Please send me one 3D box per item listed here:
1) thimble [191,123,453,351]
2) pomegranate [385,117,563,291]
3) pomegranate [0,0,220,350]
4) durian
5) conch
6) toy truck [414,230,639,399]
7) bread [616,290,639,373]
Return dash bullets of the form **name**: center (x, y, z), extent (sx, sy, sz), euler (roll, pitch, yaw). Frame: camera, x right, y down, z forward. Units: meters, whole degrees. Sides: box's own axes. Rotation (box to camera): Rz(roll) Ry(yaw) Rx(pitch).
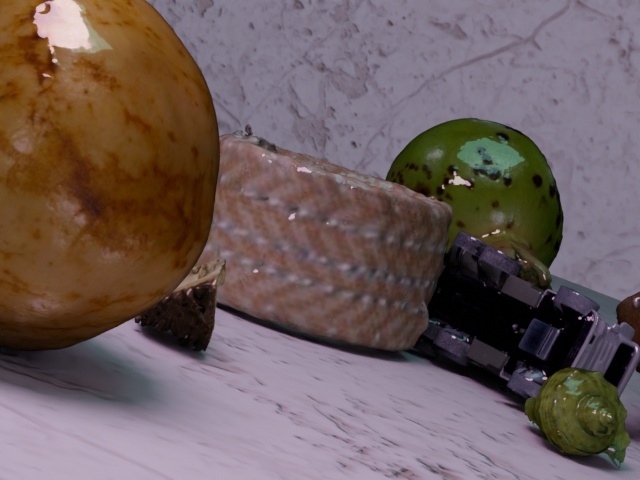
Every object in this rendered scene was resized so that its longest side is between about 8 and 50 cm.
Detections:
- **thimble**: center (-0.002, 0.000, 1.555), extent (0.229, 0.148, 0.196), euler (16, 7, -18)
- **pomegranate**: center (0.177, 0.007, 2.061), extent (0.231, 0.231, 0.286), euler (17, 47, -33)
- **pomegranate**: center (-0.173, -0.052, 1.040), extent (0.248, 0.248, 0.248), euler (20, 5, -2)
- **durian**: center (-0.096, 0.038, 1.257), extent (0.052, 0.066, 0.130), euler (19, -4, -12)
- **conch**: center (0.198, 0.140, 1.399), extent (0.089, 0.074, 0.121), euler (50, -19, -9)
- **toy truck**: center (0.169, 0.078, 1.612), extent (0.124, 0.114, 0.253), euler (30, -2, -38)
- **bread**: center (0.400, 0.115, 1.734), extent (0.113, 0.165, 0.416), euler (-26, -12, 20)
